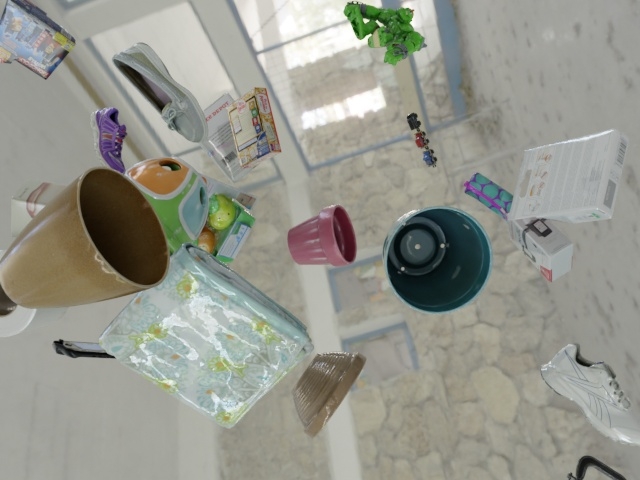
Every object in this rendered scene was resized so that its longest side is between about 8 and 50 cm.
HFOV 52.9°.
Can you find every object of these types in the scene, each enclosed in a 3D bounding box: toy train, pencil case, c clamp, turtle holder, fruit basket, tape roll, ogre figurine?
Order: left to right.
[{"bbox_3d":[-0.873,0.144,1.862,0.169,0.246,0.246,-17,-90,-78],"label":"tape roll"},{"bbox_3d":[-0.390,-0.071,1.661,0.243,0.227,0.320,21,156,45],"label":"turtle holder"},{"bbox_3d":[-0.395,-0.049,2.156,0.165,0.327,0.353,36,-171,32],"label":"fruit basket"},{"bbox_3d":[0.141,-0.443,1.355,0.197,0.118,0.097,40,137,45],"label":"ogre figurine"},{"bbox_3d":[0.270,-0.266,1.714,0.036,0.027,0.158,-28,-86,-44],"label":"toy train"},{"bbox_3d":[0.435,-0.106,1.611,0.152,0.064,0.070,39,-143,24],"label":"pencil case"},{"bbox_3d":[0.672,0.597,1.558,0.137,0.161,0.022,-57,-10,-42],"label":"c clamp"}]

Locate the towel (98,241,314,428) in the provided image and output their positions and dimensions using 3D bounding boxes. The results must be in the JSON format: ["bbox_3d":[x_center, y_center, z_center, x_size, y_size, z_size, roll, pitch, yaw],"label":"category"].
[{"bbox_3d":[-0.246,0.221,1.413,0.374,0.320,0.090,39,-164,-17],"label":"towel"}]

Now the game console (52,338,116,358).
[{"bbox_3d":[-0.550,0.306,1.768,0.361,0.213,0.044,18,-103,-55],"label":"game console"}]

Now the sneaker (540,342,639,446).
[{"bbox_3d":[0.681,0.373,1.558,0.297,0.129,0.111,42,-154,29],"label":"sneaker"}]

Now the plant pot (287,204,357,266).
[{"bbox_3d":[0.000,0.000,2.100,0.201,0.180,0.201,48,-145,-50],"label":"plant pot"}]

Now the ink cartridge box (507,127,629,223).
[{"bbox_3d":[0.504,-0.121,1.320,0.056,0.225,0.181,27,-108,-24],"label":"ink cartridge box"}]

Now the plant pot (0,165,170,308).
[{"bbox_3d":[-0.452,0.023,1.180,0.237,0.254,0.237,55,-159,-32],"label":"plant pot"}]

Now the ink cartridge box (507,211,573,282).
[{"bbox_3d":[0.484,0.001,1.423,0.150,0.063,0.109,56,176,39],"label":"ink cartridge box"}]

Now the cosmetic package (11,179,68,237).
[{"bbox_3d":[-0.725,-0.073,1.878,0.153,0.296,0.129,-100,21,-61],"label":"cosmetic package"}]

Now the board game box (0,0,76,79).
[{"bbox_3d":[-0.801,-0.537,1.739,0.194,0.194,0.060,34,-153,-38],"label":"board game box"}]

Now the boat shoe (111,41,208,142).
[{"bbox_3d":[-0.435,-0.392,1.760,0.320,0.118,0.103,53,-129,-7],"label":"boat shoe"}]

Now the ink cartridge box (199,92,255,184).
[{"bbox_3d":[-0.340,-0.379,2.404,0.278,0.201,0.117,51,175,-13],"label":"ink cartridge box"}]

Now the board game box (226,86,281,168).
[{"bbox_3d":[-0.194,-0.322,1.850,0.045,0.147,0.193,-9,-96,-45],"label":"board game box"}]

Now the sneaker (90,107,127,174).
[{"bbox_3d":[-0.456,-0.221,1.413,0.068,0.071,0.170,42,-152,-73],"label":"sneaker"}]

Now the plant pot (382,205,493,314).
[{"bbox_3d":[0.284,0.034,1.704,0.255,0.272,0.271,-116,8,-82],"label":"plant pot"}]

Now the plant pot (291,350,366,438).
[{"bbox_3d":[0.004,0.355,1.575,0.110,0.237,0.237,34,-173,5],"label":"plant pot"}]
